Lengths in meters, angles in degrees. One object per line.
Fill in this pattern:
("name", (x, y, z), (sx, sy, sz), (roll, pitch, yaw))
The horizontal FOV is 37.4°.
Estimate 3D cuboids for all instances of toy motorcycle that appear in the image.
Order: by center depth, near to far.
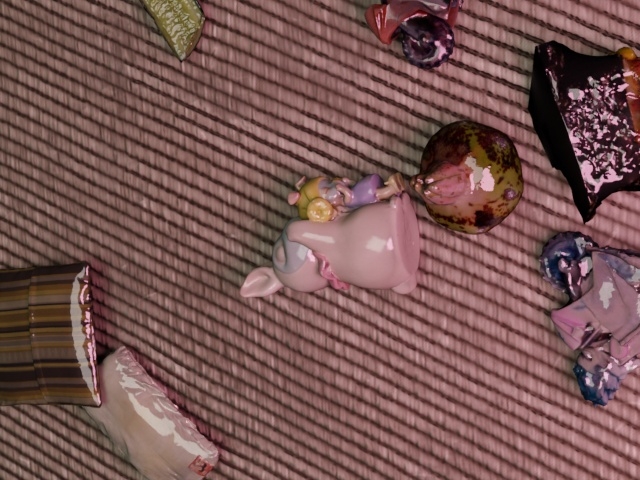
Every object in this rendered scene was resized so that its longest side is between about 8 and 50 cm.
("toy motorcycle", (0.370, 0.104, 1.115), (0.239, 0.108, 0.204), (13, 96, 41))
("toy motorcycle", (0.123, -0.321, 1.158), (0.118, 0.084, 0.213), (14, 93, 17))

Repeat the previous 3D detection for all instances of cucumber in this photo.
("cucumber", (-0.219, -0.350, 1.286), (0.070, 0.046, 0.220), (-35, 86, 16))

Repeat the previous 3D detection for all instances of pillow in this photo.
("pillow", (-0.250, 0.264, 1.359), (0.229, 0.051, 0.128), (45, 115, 10))
("pillow", (-0.407, 0.139, 1.382), (0.208, 0.052, 0.212), (-5, 89, 31))

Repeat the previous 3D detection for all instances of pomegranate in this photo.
("pomegranate", (0.163, -0.075, 1.140), (0.163, 0.125, 0.138), (-5, 103, -25))

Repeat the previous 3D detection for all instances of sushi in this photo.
("sushi", (0.343, -0.136, 1.077), (0.150, 0.153, 0.172), (-19, 68, 1))

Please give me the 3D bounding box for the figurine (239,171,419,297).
("figurine", (0.000, 0.000, 1.212), (0.235, 0.127, 0.155), (-6, 112, 21))
